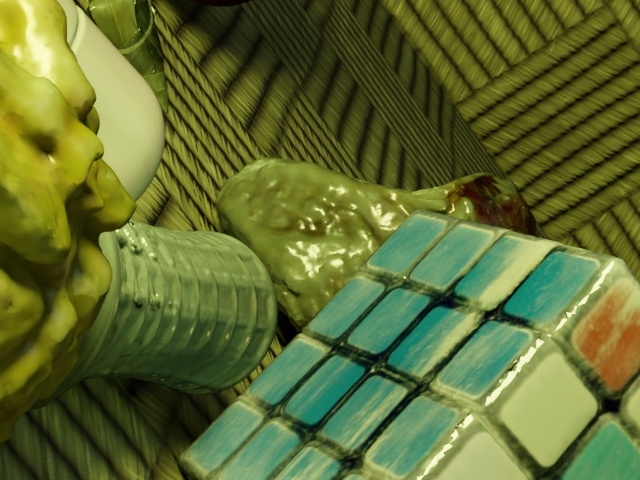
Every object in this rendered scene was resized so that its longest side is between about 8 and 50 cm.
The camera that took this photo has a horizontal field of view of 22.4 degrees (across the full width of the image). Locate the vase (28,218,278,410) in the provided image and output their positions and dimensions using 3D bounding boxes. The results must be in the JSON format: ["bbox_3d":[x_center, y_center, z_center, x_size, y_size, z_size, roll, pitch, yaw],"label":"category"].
[{"bbox_3d":[-0.122,0.034,0.973,0.143,0.143,0.299,60,13,14],"label":"vase"}]

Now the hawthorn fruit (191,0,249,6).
[{"bbox_3d":[-0.127,-0.426,1.700,0.369,0.285,0.285,55,12,32],"label":"hawthorn fruit"}]

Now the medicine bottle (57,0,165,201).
[{"bbox_3d":[-0.228,-0.136,0.993,0.341,0.130,0.130,46,18,-33],"label":"medicine bottle"}]

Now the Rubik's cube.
[{"bbox_3d":[0.109,0.162,1.039,0.253,0.259,0.256,51,-15,-23],"label":"Rubik's cube"}]

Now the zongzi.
[{"bbox_3d":[-0.167,-0.182,1.458,0.109,0.055,0.119,-98,163,-62],"label":"zongzi"}]

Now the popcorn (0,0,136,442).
[{"bbox_3d":[-0.194,-0.027,0.725,0.259,0.212,0.259,46,29,-36],"label":"popcorn"}]

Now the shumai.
[{"bbox_3d":[0.055,-0.003,1.411,0.261,0.222,0.225,44,5,19],"label":"shumai"}]
